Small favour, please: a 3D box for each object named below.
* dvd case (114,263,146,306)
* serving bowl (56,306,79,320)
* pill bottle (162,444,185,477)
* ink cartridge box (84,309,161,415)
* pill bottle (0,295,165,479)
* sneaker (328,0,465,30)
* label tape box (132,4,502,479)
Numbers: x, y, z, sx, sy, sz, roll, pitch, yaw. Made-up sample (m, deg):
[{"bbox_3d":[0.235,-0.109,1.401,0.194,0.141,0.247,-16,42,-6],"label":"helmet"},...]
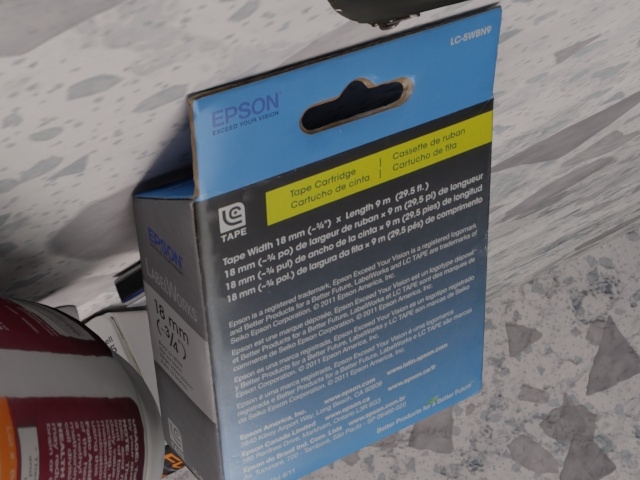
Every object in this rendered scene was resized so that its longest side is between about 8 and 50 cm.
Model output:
[{"bbox_3d":[-0.039,-0.011,1.043,0.238,0.030,0.179,-29,169,20],"label":"dvd case"},{"bbox_3d":[-0.244,0.087,1.038,0.083,0.027,0.083,-26,169,-5],"label":"serving bowl"},{"bbox_3d":[-0.191,0.237,1.624,0.245,0.130,0.130,-30,169,20],"label":"pill bottle"},{"bbox_3d":[-0.202,0.158,1.245,0.198,0.115,0.273,-29,169,18],"label":"ink cartridge box"},{"bbox_3d":[-0.242,0.141,0.769,0.224,0.224,0.392,-27,169,4],"label":"pill bottle"},{"bbox_3d":[0.100,-0.161,0.559,0.118,0.083,0.222,-10,-169,45],"label":"sneaker"},{"bbox_3d":[0.000,0.000,0.859,0.240,0.106,0.334,-21,127,-27],"label":"label tape box"}]
